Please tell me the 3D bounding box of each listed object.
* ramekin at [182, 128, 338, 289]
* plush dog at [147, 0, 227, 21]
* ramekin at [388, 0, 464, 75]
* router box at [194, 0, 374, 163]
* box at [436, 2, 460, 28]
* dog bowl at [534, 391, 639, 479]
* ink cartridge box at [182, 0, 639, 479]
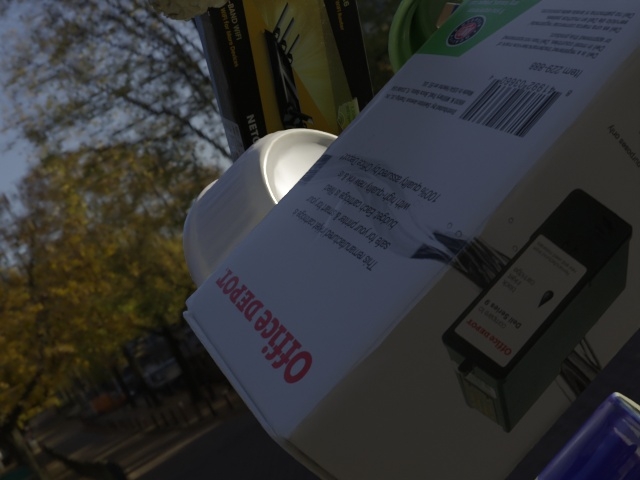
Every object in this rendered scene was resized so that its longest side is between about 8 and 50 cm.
[{"bbox_3d":[0.000,0.000,1.020,0.273,0.273,0.127,-29,-17,-52],"label":"ramekin"},{"bbox_3d":[-0.195,-0.346,0.873,0.225,0.262,0.210,-8,-36,-16],"label":"plush dog"},{"bbox_3d":[0.265,-0.341,1.524,0.303,0.303,0.148,-29,32,32],"label":"ramekin"},{"bbox_3d":[-0.051,-0.282,1.504,0.243,0.309,0.081,-25,30,-21],"label":"router box"},{"bbox_3d":[0.245,-0.188,1.011,0.225,0.136,0.036,18,77,39],"label":"box"},{"bbox_3d":[0.249,0.213,0.571,0.104,0.265,0.265,-52,-2,6],"label":"dog bowl"},{"bbox_3d":[0.078,-0.003,0.551,0.289,0.121,0.211,-47,25,-3],"label":"ink cartridge box"}]
